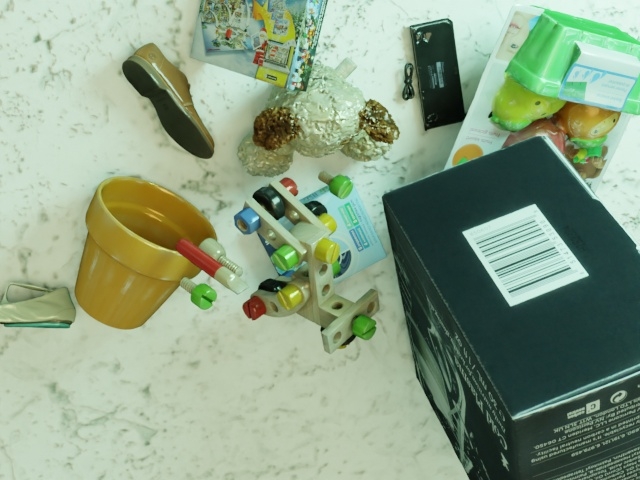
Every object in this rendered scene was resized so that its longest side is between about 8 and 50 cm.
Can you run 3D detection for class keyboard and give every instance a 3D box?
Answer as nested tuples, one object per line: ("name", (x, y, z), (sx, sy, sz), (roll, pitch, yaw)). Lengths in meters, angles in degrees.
("keyboard", (0.184, -0.279, 1.704), (0.108, 0.023, 0.180), (-15, 107, -15))

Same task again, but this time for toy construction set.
("toy construction set", (-0.037, 0.059, 1.525), (0.308, 0.237, 0.258), (-10, 125, -49))

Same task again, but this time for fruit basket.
("fruit basket", (0.383, -0.189, 1.647), (0.326, 0.165, 0.353), (7, 112, -27))

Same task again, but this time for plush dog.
("plush dog", (-0.002, -0.203, 1.573), (0.262, 0.225, 0.211), (-9, 107, -10))

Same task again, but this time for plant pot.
("plant pot", (-0.297, 0.032, 1.598), (0.205, 0.205, 0.188), (24, 113, -18))

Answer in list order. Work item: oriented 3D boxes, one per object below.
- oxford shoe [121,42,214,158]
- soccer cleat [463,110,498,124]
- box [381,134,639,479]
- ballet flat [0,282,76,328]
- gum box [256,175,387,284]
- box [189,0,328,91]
("oxford shoe", (-0.225, -0.223, 1.604), (0.212, 0.076, 0.076), (57, 48, -29))
("soccer cleat", (0.325, -0.243, 1.731), (0.178, 0.060, 0.072), (-15, 98, -15))
("box", (0.334, 0.186, 1.546), (0.297, 0.480, 0.472), (-21, 133, -5))
("ballet flat", (-0.525, 0.111, 1.627), (0.248, 0.086, 0.086), (-3, 106, -14))
("gum box", (0.000, 0.000, 1.727), (0.184, 0.041, 0.157), (-28, 110, -4))
("box", (-0.096, -0.330, 1.522), (0.044, 0.233, 0.159), (1, 108, -48))
